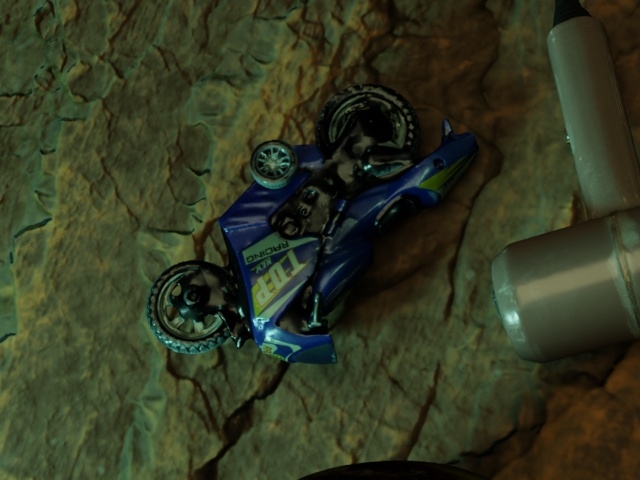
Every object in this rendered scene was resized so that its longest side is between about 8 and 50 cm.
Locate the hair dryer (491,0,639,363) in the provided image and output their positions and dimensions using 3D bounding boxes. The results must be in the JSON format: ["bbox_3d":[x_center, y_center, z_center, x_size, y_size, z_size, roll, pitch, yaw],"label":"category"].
[{"bbox_3d":[0.224,-0.070,1.501,0.189,0.107,0.344,-17,57,14],"label":"hair dryer"}]

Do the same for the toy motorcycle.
[{"bbox_3d":[0.000,0.000,1.534,0.169,0.113,0.315,41,78,16],"label":"toy motorcycle"}]

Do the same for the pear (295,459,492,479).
[{"bbox_3d":[0.054,0.288,1.323,0.283,0.283,0.283,-6,69,16],"label":"pear"}]
